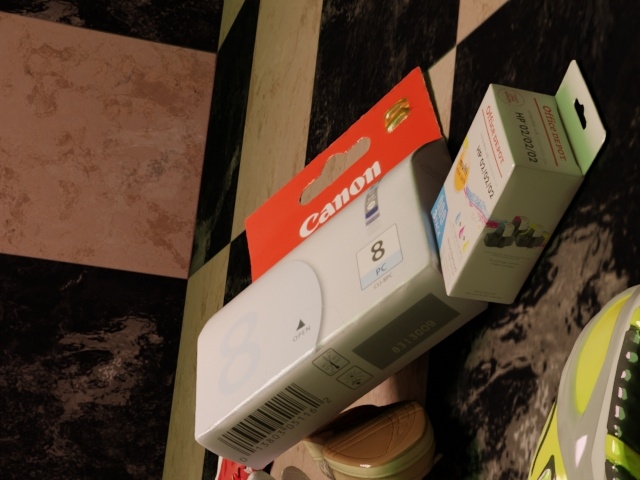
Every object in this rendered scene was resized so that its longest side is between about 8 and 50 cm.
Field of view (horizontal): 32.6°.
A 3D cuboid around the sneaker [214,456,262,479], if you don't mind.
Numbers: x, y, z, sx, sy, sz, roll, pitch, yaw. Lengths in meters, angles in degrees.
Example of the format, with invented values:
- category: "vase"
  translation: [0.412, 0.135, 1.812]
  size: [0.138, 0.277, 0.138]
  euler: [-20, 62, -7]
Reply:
- category: "sneaker"
  translation: [-0.130, 0.387, 1.707]
  size: [0.128, 0.087, 0.221]
  euler: [127, 148, -65]

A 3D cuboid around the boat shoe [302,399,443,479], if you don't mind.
- category: "boat shoe"
  translation: [0.056, 0.214, 1.058]
  size: [0.089, 0.104, 0.285]
  euler: [64, 169, 1]

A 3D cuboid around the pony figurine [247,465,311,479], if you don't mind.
- category: "pony figurine"
  translation: [-0.090, 0.426, 1.124]
  size: [0.351, 0.302, 0.363]
  euler: [72, 180, -55]

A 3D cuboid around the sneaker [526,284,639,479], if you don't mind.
- category: "sneaker"
  translation: [0.160, 0.206, 0.555]
  size: [0.147, 0.145, 0.385]
  euler: [130, 159, -80]

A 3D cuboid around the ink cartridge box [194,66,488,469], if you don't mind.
- category: "ink cartridge box"
  translation: [0.000, 0.000, 1.132]
  size: [0.308, 0.091, 0.385]
  euler: [-40, 35, 26]

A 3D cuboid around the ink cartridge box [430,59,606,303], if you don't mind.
- category: "ink cartridge box"
  translation: [0.151, -0.049, 0.871]
  size: [0.104, 0.061, 0.181]
  euler: [-96, 20, -46]
